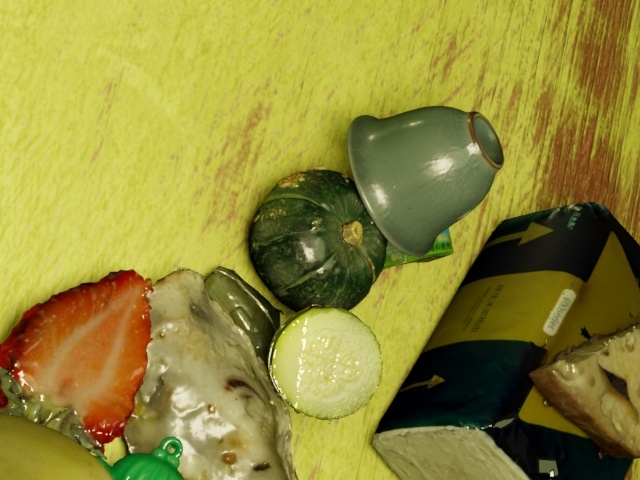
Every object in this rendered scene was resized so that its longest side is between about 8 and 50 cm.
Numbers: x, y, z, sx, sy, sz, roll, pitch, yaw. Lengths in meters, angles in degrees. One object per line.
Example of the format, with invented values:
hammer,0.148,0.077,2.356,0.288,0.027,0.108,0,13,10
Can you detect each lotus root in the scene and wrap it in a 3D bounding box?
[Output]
lotus root,0.382,0.186,1.874,0.261,0.074,0.170,-26,99,-39

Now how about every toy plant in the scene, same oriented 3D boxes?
toy plant,-0.226,0.297,1.659,0.143,0.105,0.200,30,76,-16

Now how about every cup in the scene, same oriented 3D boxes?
cup,0.148,-0.098,1.891,0.199,0.150,0.199,41,35,-38

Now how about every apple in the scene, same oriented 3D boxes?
apple,-0.318,0.297,1.486,0.262,0.262,0.262,8,77,-38

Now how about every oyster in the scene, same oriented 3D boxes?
oyster,-0.126,0.236,1.757,0.204,0.111,0.396,-29,96,1

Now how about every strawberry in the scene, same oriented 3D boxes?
strawberry,-0.281,0.125,1.662,0.174,0.098,0.228,26,58,-22

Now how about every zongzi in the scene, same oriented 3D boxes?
zongzi,-0.111,0.093,1.802,0.154,0.062,0.130,43,30,-24

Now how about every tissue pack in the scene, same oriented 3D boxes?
tissue pack,0.294,0.182,2.016,0.264,0.253,0.416,49,54,-22

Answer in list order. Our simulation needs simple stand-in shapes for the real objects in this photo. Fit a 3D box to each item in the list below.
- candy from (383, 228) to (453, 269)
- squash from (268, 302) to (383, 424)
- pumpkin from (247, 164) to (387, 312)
candy,0.112,-0.064,2.036,0.097,0.062,0.194,-8,86,-39
squash,0.018,0.151,1.809,0.137,0.287,0.137,-1,84,5
pumpkin,-0.001,0.001,1.876,0.190,0.146,0.190,31,41,-31
